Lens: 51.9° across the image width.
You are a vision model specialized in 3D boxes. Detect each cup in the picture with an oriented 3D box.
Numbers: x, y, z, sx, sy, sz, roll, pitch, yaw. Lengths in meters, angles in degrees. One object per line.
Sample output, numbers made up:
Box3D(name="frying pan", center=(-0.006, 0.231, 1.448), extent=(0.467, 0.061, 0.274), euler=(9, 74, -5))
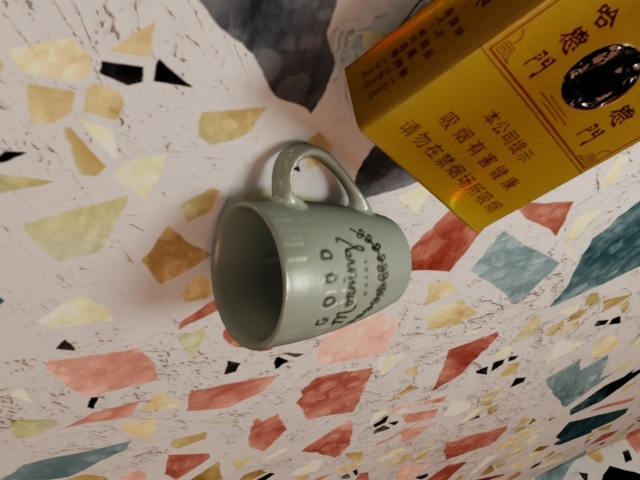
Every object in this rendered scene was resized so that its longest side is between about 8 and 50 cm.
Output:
Box3D(name="cup", center=(0.000, 0.000, 0.871), extent=(0.234, 0.186, 0.258), euler=(-7, 112, -36))

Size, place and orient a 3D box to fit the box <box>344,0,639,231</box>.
Box3D(name="box", center=(0.265, -0.198, 0.688), extent=(0.415, 0.116, 0.264), euler=(-31, 137, 26))
